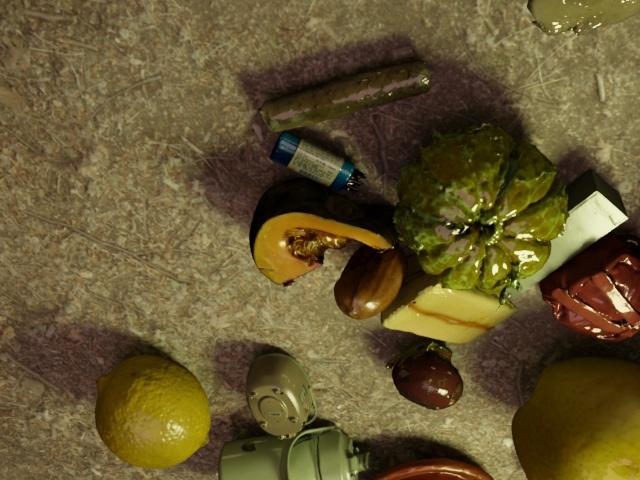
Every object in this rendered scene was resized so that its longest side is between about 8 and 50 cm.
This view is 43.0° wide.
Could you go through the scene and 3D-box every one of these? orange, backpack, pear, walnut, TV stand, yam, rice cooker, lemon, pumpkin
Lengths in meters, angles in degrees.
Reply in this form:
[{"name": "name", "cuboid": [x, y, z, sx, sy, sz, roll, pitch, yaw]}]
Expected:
[{"name": "orange", "cuboid": [0.273, -0.055, 1.442, 0.301, 0.223, 0.300, 23, 103, -6]}, {"name": "backpack", "cuboid": [0.547, 0.103, 1.557, 0.229, 0.139, 0.229, 5, 125, 7]}, {"name": "pear", "cuboid": [0.598, 0.418, 1.628, 0.418, 0.362, 0.362, 25, 128, 20]}, {"name": "walnut", "cuboid": [0.101, 0.069, 1.556, 0.116, 0.207, 0.115, 24, 142, 21]}, {"name": "TV stand", "cuboid": [0.436, -0.009, 1.535, 0.088, 0.082, 0.269, 37, 122, -18]}, {"name": "yam", "cuboid": [0.041, -0.254, 1.438, 0.317, 0.067, 0.071, -12, 122, 16]}, {"name": "rice cooker", "cuboid": [-0.093, 0.356, 1.854, 0.145, 0.127, 0.206, -11, 114, 18]}, {"name": "lemon", "cuboid": [-0.384, 0.391, 1.856, 0.267, 0.267, 0.267, 5, 125, 7]}, {"name": "pumpkin", "cuboid": [0.000, 0.001, 1.580, 0.281, 0.139, 0.190, 19, 122, 0]}]

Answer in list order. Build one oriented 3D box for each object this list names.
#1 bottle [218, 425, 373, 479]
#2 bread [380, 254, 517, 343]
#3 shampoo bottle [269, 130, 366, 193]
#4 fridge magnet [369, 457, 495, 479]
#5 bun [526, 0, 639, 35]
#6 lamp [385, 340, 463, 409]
[{"name": "bottle", "cuboid": [-0.053, 0.560, 1.940, 0.352, 0.229, 0.229, -11, 122, 10]}, {"name": "bread", "cuboid": [0.265, 0.146, 1.623, 0.264, 0.163, 0.168, 39, 121, -18]}, {"name": "shampoo bottle", "cuboid": [-0.001, -0.142, 1.526, 0.183, 0.050, 0.087, 25, 152, -8]}, {"name": "fridge magnet", "cuboid": [0.263, 0.658, 1.977, 0.364, 0.155, 0.363, -1, 131, -1]}, {"name": "bun", "cuboid": [0.408, -0.432, 1.129, 0.205, 0.281, 0.281, 10, 126, 1]}, {"name": "lamp", "cuboid": [0.236, 0.290, 1.754, 0.156, 0.135, 0.157, 16, 161, 35]}]
